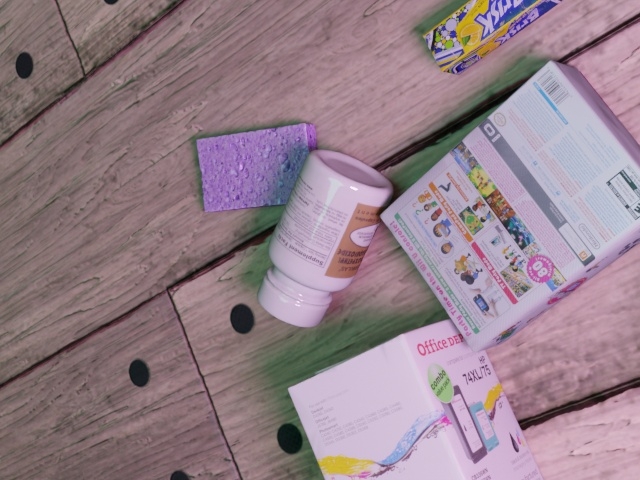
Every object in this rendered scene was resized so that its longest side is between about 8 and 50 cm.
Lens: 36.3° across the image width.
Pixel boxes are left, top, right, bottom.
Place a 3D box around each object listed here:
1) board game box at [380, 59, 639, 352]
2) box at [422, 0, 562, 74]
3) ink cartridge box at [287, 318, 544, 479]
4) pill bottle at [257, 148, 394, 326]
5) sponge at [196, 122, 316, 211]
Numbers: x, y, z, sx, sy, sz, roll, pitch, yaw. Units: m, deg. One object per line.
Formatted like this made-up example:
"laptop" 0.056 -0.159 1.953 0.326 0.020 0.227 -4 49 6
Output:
"board game box" 0.255 -0.037 1.220 0.303 0.097 0.224 -42 71 27
"box" 0.218 -0.283 1.248 0.169 0.054 0.059 -34 75 31
"ink cartridge box" 0.128 0.262 1.266 0.197 0.198 0.270 -30 78 32
"pill bottle" 0.000 0.000 1.369 0.131 0.131 0.229 35 112 26
"sponge" -0.096 -0.108 1.483 0.210 0.031 0.117 -4 92 33
